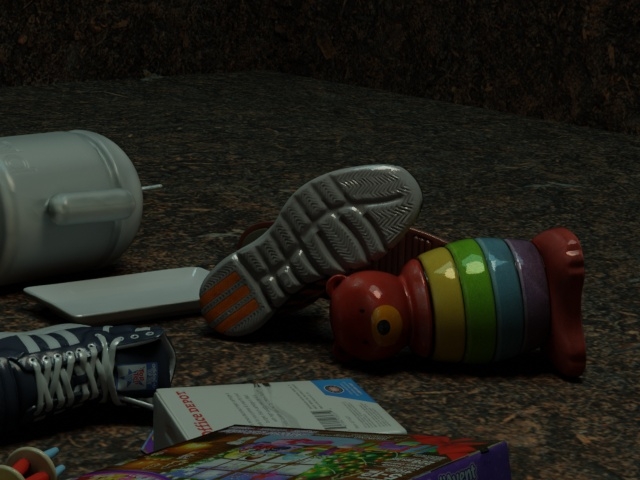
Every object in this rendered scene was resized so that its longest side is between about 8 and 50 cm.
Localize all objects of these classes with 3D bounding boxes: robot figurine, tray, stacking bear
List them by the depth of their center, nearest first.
[{"bbox_3d":[0.153,0.079,1.859,0.289,0.175,0.164,-6,16,-8],"label":"stacking bear"},{"bbox_3d":[-0.234,0.076,2.029,0.270,0.030,0.145,-7,16,-36],"label":"tray"},{"bbox_3d":[-0.389,-0.047,2.143,0.300,0.199,0.353,7,12,43],"label":"robot figurine"}]

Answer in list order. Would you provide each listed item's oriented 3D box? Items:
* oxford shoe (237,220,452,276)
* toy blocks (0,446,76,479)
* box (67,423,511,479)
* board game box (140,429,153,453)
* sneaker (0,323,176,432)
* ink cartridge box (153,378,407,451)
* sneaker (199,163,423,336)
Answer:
[{"bbox_3d":[0.065,0.021,2.148,0.348,0.123,0.130,10,10,24],"label":"oxford shoe"},{"bbox_3d":[-0.235,0.219,1.360,0.123,0.054,0.148,6,13,17],"label":"toy blocks"},{"bbox_3d":[-0.032,0.191,1.167,0.293,0.057,0.201,-3,7,43],"label":"box"},{"bbox_3d":[-0.106,0.186,1.580,0.133,0.033,0.168,5,13,6],"label":"board game box"},{"bbox_3d":[-0.252,0.141,1.584,0.153,0.099,0.282,4,9,22],"label":"sneaker"},{"bbox_3d":[-0.042,0.194,1.442,0.203,0.086,0.148,-2,16,-19],"label":"ink cartridge box"},{"bbox_3d":[0.000,0.000,1.958,0.321,0.124,0.180,-31,-4,19],"label":"sneaker"}]
